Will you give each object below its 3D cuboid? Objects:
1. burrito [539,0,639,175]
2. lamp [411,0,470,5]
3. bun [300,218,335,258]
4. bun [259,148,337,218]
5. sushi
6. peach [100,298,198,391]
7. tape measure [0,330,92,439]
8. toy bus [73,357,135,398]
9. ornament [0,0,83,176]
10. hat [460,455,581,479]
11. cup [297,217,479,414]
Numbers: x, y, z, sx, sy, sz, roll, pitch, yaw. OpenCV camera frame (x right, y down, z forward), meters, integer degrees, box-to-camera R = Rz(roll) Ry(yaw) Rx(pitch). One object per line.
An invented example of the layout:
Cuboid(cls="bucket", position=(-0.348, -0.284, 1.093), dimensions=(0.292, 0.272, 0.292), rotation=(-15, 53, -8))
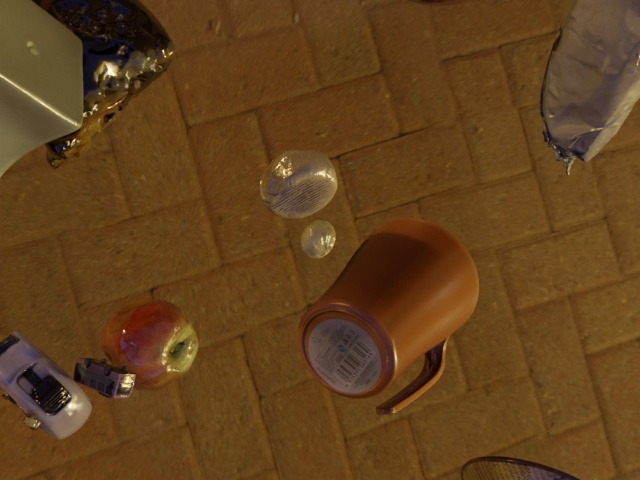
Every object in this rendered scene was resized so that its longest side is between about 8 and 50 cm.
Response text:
Cuboid(cls="burrito", position=(0.377, -0.242, 1.031), dimensions=(0.139, 0.445, 0.101), rotation=(37, 61, 19))
Cuboid(cls="lamp", position=(0.067, -0.254, 0.520), dimensions=(0.180, 0.258, 0.180), rotation=(-13, 121, -23))
Cuboid(cls="bun", position=(0.000, 0.000, 1.596), dimensions=(0.055, 0.086, 0.086), rotation=(32, 84, 35))
Cuboid(cls="bun", position=(-0.055, -0.136, 1.729), dimensions=(0.173, 0.166, 0.113), rotation=(-11, 53, -13))
Cuboid(cls="sushi", position=(-0.290, -0.193, 0.800), dimensions=(0.204, 0.200, 0.213), rotation=(47, 50, -6))
Cuboid(cls="peach", position=(-0.407, 0.240, 1.802), dimensions=(0.214, 0.236, 0.214), rotation=(-5, 97, -50))
Cuboid(cls="tape measure", position=(-0.471, 0.254, 1.289), dimensions=(0.178, 0.196, 0.105), rotation=(37, 64, 14))
Cuboid(cls="toy bus", position=(-0.353, 0.222, 1.258), dimensions=(0.037, 0.131, 0.052), rotation=(14, 86, -48))
Cuboid(cls="ornament", position=(-0.269, -0.066, 0.487), dimensions=(0.130, 0.285, 0.120), rotation=(27, 58, -40))
Cuboid(cls="hat", position=(0.256, 0.346, 0.953), dimensions=(0.193, 0.193, 0.082), rotation=(32, 57, -9))
Cuboid(cls="cup", position=(0.094, 0.109, 1.019), dimensions=(0.182, 0.264, 0.226), rotation=(-10, 104, 33))
